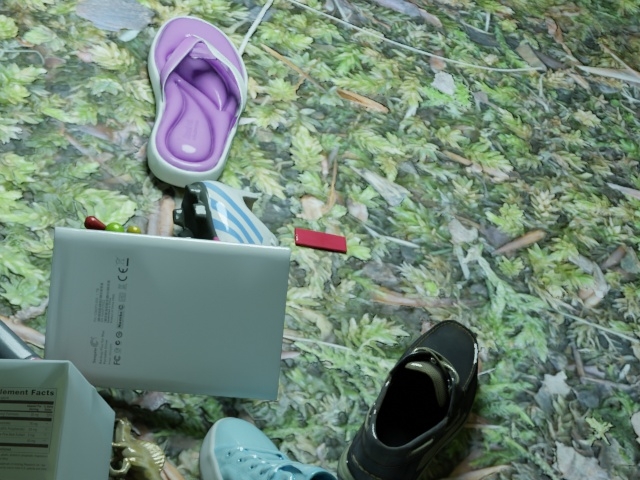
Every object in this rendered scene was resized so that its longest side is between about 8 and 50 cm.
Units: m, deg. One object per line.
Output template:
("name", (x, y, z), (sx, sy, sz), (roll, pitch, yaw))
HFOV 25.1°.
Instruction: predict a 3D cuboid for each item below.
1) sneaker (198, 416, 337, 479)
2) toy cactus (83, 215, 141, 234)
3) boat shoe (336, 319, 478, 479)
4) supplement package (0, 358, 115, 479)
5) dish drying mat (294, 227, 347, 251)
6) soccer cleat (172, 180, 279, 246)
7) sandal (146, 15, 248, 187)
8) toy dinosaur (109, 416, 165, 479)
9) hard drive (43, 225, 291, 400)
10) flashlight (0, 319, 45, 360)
("sneaker", (-0.030, 0.313, 1.742), (0.135, 0.150, 0.366), (14, 26, -37))
("toy cactus", (-0.261, 0.059, 1.986), (0.180, 0.112, 0.219), (18, 33, -21))
("boat shoe", (0.146, 0.218, 1.970), (0.132, 0.130, 0.355), (29, 42, 5))
("supplement package", (-0.348, 0.279, 1.526), (0.198, 0.199, 0.263), (0, 67, 7))
("dish drying mat", (0.000, 0.000, 2.218), (0.083, 0.008, 0.032), (10, 45, -16))
("soccer cleat", (-0.108, 0.041, 2.050), (0.143, 0.116, 0.331), (6, 46, -28))
("sandal", (-0.189, -0.246, 2.311), (0.169, 0.102, 0.416), (10, 44, -15))
("toy dinosaur", (-0.230, 0.285, 1.793), (0.092, 0.053, 0.183), (-17, 56, -37))
("hard drive", (-0.201, 0.096, 1.884), (0.307, 0.203, 0.040), (5, 1, -9))
("flashlight", (-0.410, 0.151, 1.821), (0.304, 0.103, 0.103), (38, 85, 22))
